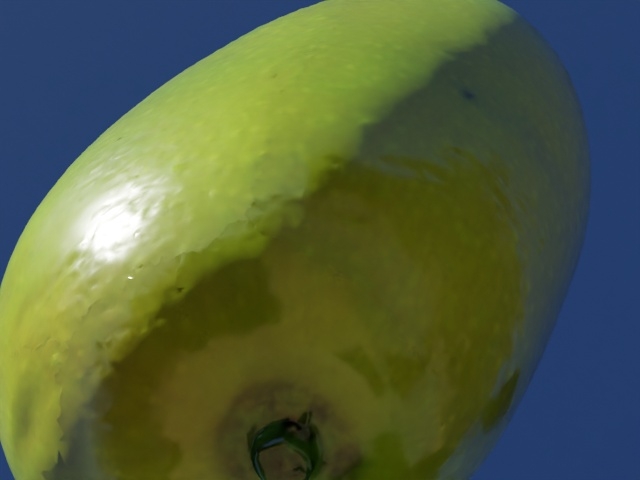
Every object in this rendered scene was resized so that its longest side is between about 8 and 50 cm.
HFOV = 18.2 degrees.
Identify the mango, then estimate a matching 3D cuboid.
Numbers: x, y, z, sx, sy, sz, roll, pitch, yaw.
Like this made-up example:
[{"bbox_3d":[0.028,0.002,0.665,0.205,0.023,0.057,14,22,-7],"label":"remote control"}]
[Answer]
[{"bbox_3d":[0.000,0.000,0.706,0.192,0.343,0.156,-18,-73,26],"label":"mango"}]
